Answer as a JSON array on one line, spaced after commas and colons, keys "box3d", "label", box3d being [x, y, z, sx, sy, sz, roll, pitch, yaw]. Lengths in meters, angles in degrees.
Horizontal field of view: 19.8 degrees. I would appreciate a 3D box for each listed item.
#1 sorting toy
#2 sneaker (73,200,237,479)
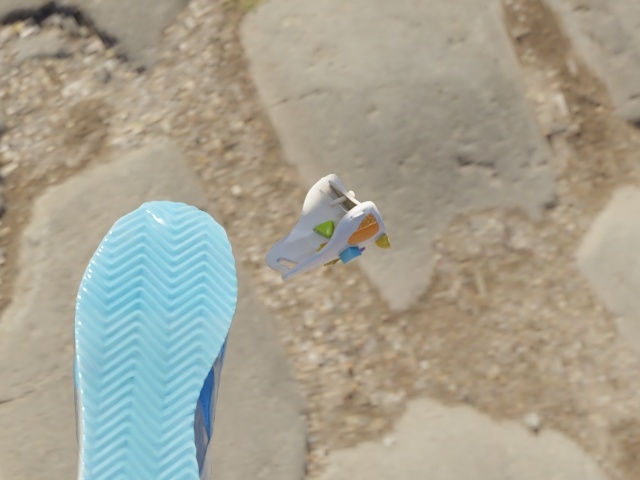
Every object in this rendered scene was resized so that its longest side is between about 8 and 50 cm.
[{"box3d": [0.000, 0.000, 1.220, 0.075, 0.083, 0.045, -32, 111, -6], "label": "sorting toy"}, {"box3d": [-0.096, 0.090, 0.990, 0.087, 0.092, 0.228, 8, 70, -8], "label": "sneaker"}]
